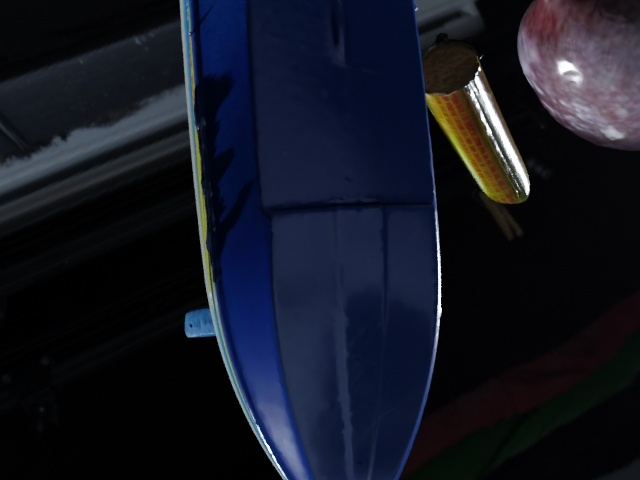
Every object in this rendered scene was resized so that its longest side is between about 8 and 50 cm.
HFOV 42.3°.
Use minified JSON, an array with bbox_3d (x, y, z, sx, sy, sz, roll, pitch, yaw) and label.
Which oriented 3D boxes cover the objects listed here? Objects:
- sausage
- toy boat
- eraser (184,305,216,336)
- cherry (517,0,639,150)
[{"bbox_3d":[0.200,-0.125,1.022,0.082,0.082,0.371,-45,-31,3],"label":"sausage"},{"bbox_3d":[0.000,0.000,0.418,0.129,0.088,0.295,-4,-94,-25],"label":"toy boat"},{"bbox_3d":[-0.024,0.106,1.145,0.312,0.144,0.043,4,-99,-46],"label":"eraser"},{"bbox_3d":[0.311,-0.184,0.820,0.266,0.213,0.183,20,-104,-26],"label":"cherry"}]
